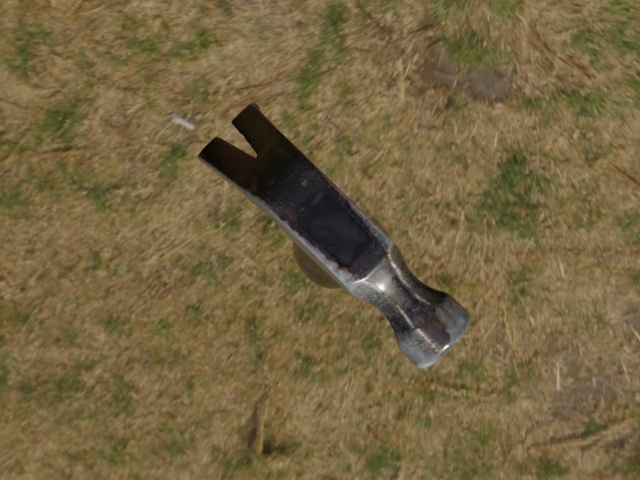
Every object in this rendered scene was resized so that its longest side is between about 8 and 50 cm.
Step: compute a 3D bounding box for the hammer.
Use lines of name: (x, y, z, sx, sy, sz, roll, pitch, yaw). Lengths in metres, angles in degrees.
hammer: (0.000, 0.000, 0.535, 0.037, 0.290, 0.137, -44, 90, -3)
